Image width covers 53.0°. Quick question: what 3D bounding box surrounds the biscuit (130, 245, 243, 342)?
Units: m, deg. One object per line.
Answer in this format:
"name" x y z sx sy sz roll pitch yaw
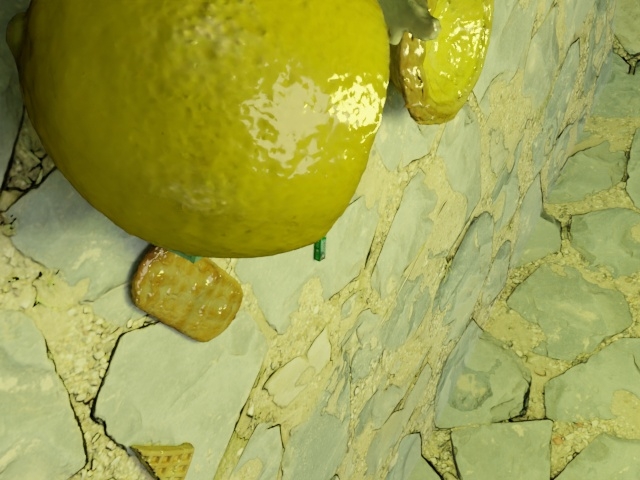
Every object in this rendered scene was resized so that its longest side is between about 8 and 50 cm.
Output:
"biscuit" -0.195 0.081 0.974 0.118 0.029 0.247 -62 148 -13

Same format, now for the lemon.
"lemon" -0.133 -0.154 0.657 0.364 0.364 0.364 -34 134 -45

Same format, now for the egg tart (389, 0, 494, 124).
"egg tart" 0.214 -0.392 1.247 0.345 0.133 0.345 -35 134 -45

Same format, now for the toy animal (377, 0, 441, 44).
"toy animal" 0.162 -0.490 1.021 0.307 0.266 0.188 59 36 -13

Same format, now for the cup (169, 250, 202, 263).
"cup" -0.123 -0.078 0.897 0.235 0.148 0.134 -46 109 -34

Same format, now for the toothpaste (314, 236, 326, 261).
"toothpaste" 0.000 0.000 1.246 0.020 0.017 0.083 -30 131 -47

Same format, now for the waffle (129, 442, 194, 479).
"waffle" -0.266 0.374 1.035 0.153 0.023 0.097 33 78 -60
